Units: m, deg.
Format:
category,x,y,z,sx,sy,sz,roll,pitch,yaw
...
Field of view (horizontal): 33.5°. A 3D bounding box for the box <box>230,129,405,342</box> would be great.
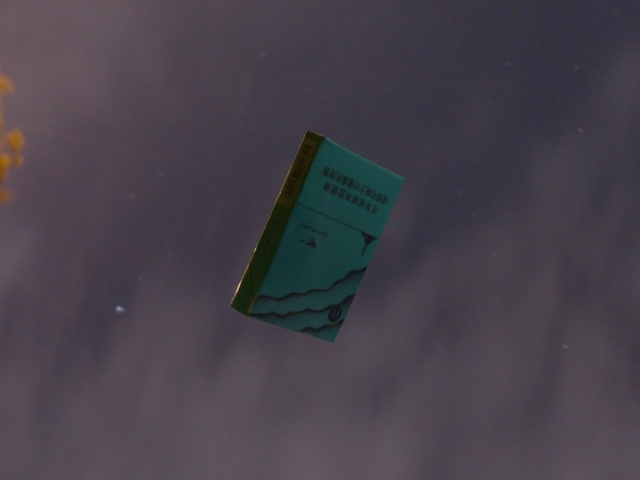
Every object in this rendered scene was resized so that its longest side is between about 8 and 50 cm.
category,x,y,z,sx,sy,sz,roll,pitch,yaw
box,0.000,0.000,1.276,0.042,0.161,0.226,25,-88,45
